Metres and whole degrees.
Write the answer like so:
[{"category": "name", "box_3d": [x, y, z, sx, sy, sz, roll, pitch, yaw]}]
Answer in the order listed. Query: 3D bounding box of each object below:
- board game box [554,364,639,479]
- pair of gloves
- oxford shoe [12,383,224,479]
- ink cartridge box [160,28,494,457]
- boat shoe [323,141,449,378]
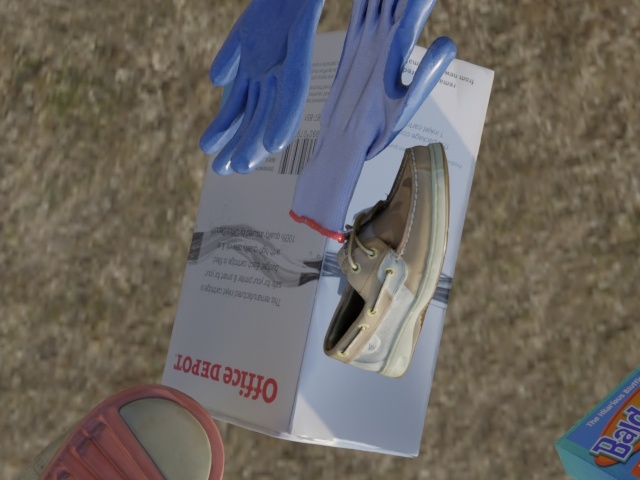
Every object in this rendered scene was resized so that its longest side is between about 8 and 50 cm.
[{"category": "board game box", "box_3d": [0.328, 0.176, 1.406, 0.160, 0.210, 0.047, -40, 126, -19]}, {"category": "pair of gloves", "box_3d": [0.000, -0.090, 0.803, 0.023, 0.198, 0.159, 14, 103, -31]}, {"category": "oxford shoe", "box_3d": [-0.222, 0.267, 1.149, 0.397, 0.146, 0.140, -44, 97, -15]}, {"category": "ink cartridge box", "box_3d": [0.000, 0.000, 1.322, 0.129, 0.223, 0.307, 14, 86, -31]}, {"category": "boat shoe", "box_3d": [0.030, 0.012, 0.780, 0.045, 0.050, 0.135, 6, 127, -7]}]
